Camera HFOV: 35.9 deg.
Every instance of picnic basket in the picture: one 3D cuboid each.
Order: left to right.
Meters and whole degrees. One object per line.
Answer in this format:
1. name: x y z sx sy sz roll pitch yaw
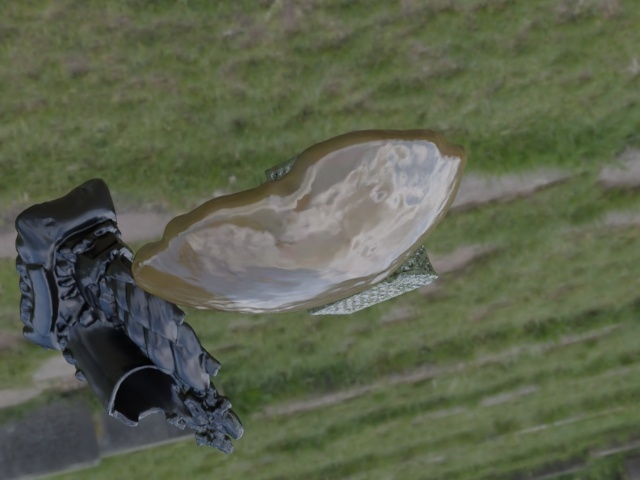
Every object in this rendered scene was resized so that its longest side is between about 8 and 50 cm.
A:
1. picnic basket: 0.047 -0.020 1.234 0.154 0.196 0.134 -23 165 20

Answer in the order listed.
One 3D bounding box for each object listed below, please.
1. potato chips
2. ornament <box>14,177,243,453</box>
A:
1. potato chips: 0.000 0.001 0.518 0.195 0.062 0.208 -17 173 -32
2. ornament: -0.179 0.098 0.977 0.106 0.260 0.251 -36 153 -34
